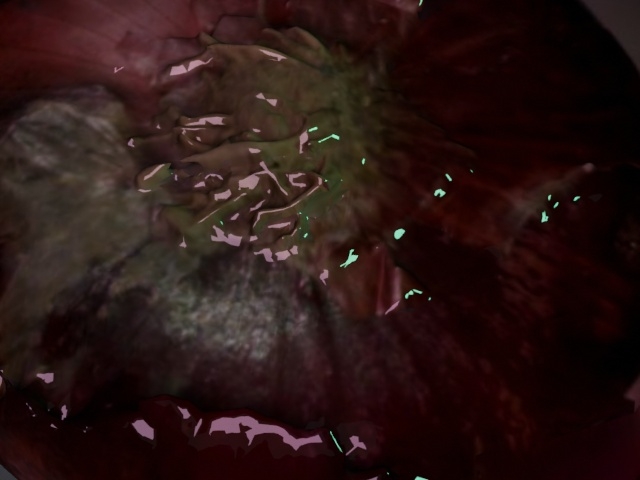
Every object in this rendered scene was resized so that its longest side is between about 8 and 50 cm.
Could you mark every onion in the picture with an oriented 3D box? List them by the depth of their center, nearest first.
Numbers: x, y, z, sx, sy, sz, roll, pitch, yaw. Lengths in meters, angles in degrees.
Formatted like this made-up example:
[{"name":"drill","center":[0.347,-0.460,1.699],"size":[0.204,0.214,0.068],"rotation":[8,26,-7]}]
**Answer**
[{"name":"onion","center":[0.000,0.000,0.608],"size":[0.272,0.195,0.272],"rotation":[3,59,-6]}]
